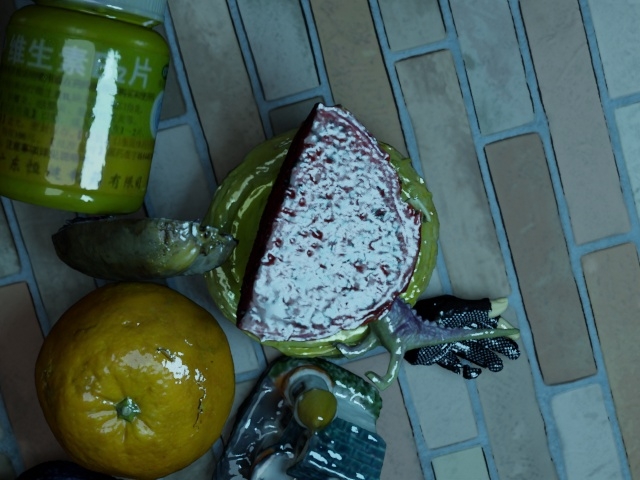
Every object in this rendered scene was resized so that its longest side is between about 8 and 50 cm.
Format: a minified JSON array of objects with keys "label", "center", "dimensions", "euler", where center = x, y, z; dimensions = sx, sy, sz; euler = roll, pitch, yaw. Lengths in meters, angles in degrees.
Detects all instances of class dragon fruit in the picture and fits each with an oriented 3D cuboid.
[{"label":"dragon fruit","center":[0.021,-0.003,1.524],"dimensions":[0.205,0.152,0.317],"euler":[21,88,-10]}]

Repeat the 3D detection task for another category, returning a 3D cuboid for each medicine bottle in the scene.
[{"label":"medicine bottle","center":[-0.321,-0.239,1.574],"dimensions":[0.224,0.224,0.384],"euler":[10,95,-4]}]

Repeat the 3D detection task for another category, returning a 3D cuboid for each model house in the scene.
[{"label":"model house","center":[-0.021,0.326,1.624],"dimensions":[0.190,0.301,0.271],"euler":[28,95,-12]}]

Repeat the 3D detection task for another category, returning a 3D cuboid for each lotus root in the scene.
[{"label":"lotus root","center":[-0.261,0.024,1.573],"dimensions":[0.167,0.329,0.078],"euler":[23,70,-39]}]

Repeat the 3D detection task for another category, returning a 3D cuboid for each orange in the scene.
[{"label":"orange","center":[-0.259,0.198,1.625],"dimensions":[0.284,0.226,0.283],"euler":[1,104,4]}]

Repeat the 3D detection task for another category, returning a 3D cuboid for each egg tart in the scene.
[{"label":"egg tart","center":[0.000,0.000,1.660],"dimensions":[0.345,0.132,0.345],"euler":[0,97,-2]}]

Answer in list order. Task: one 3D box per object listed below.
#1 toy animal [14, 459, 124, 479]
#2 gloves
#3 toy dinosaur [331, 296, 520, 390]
[{"label":"toy animal","center":[-0.376,0.407,1.686],"dimensions":[0.298,0.122,0.185],"euler":[-25,97,31]},{"label":"gloves","center":[0.215,0.135,1.716],"dimensions":[0.181,0.106,0.129],"euler":[6,99,-32]},{"label":"toy dinosaur","center":[0.129,0.118,1.593],"dimensions":[0.251,0.072,0.200],"euler":[41,83,-1]}]
